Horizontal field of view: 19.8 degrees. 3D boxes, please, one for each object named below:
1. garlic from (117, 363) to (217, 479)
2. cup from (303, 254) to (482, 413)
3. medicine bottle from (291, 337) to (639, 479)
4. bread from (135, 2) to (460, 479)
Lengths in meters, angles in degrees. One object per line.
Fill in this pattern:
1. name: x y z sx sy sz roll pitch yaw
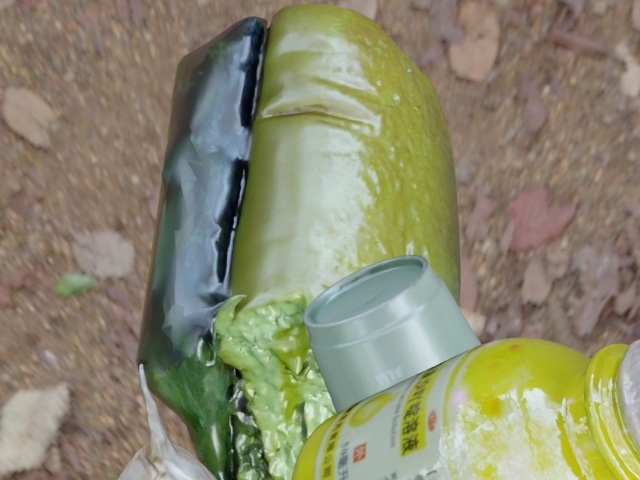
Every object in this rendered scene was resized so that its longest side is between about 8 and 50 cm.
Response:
1. garlic: -0.116 0.184 1.226 0.090 0.198 0.128 -26 69 -34
2. cup: 0.056 0.085 1.033 0.120 0.120 0.141 -25 104 -5
3. medicine bottle: 0.097 0.100 0.812 0.212 0.122 0.122 -30 73 37
4. bread: 0.000 0.000 1.389 0.208 0.251 0.376 -19 49 27
